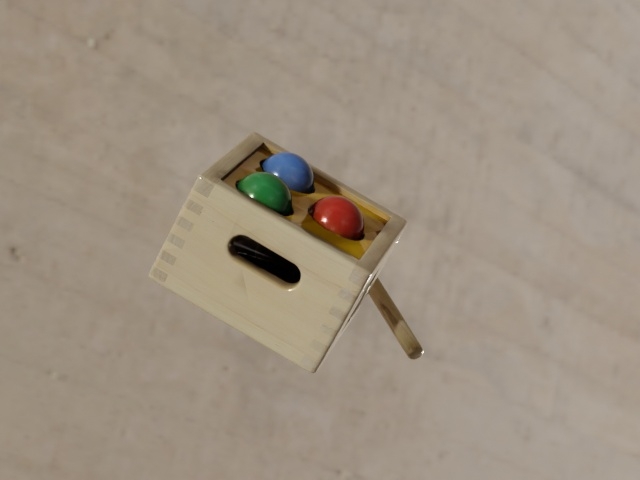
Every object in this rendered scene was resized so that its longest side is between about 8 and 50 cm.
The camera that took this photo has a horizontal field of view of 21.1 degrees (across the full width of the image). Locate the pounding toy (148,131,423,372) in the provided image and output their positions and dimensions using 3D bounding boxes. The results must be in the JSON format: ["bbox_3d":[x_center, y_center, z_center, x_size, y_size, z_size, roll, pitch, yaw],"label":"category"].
[{"bbox_3d":[0.009,0.003,1.184,0.094,0.181,0.206,-61,-4,21],"label":"pounding toy"}]
